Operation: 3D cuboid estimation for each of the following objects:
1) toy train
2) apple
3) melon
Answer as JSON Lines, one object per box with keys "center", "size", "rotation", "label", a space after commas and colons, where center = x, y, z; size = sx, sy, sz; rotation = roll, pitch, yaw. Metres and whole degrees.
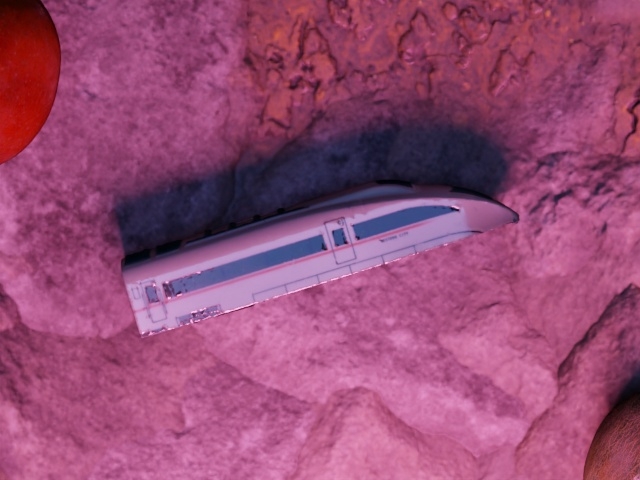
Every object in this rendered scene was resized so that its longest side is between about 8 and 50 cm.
{"center": [0.000, 0.000, 1.710], "size": [0.407, 0.086, 0.088], "rotation": [-16, 94, -1], "label": "toy train"}
{"center": [-0.359, -0.171, 1.603], "size": [0.218, 0.201, 0.218], "rotation": [1, 103, 3], "label": "apple"}
{"center": [0.343, 0.228, 1.752], "size": [0.114, 0.114, 0.167], "rotation": [26, 96, -7], "label": "melon"}
